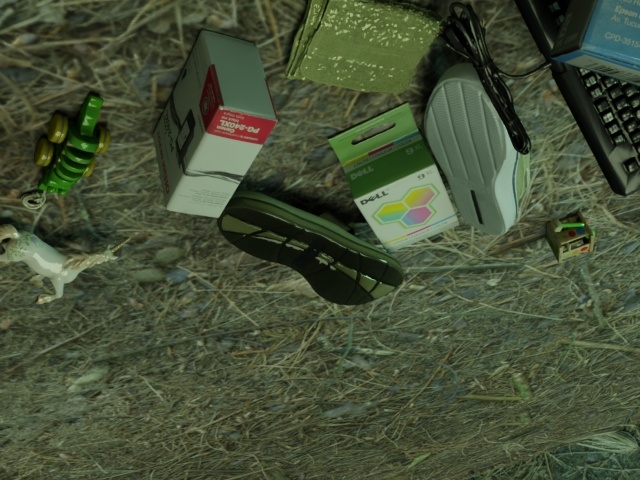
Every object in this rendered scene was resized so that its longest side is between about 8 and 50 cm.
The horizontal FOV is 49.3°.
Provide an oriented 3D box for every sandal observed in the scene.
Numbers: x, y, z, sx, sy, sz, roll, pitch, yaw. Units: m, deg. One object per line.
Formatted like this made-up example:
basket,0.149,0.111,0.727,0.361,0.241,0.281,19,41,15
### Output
sandal,0.000,-0.001,0.943,0.302,0.086,0.120,32,131,-31

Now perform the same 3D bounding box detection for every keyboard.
keyboard,0.238,-0.178,0.665,0.201,0.033,0.317,-29,108,19

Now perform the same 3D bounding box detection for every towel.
towel,0.044,-0.201,0.710,0.148,0.027,0.110,2,142,-24

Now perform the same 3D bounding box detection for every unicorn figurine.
unicorn figurine,-0.329,0.026,0.847,0.111,0.060,0.161,-35,143,26

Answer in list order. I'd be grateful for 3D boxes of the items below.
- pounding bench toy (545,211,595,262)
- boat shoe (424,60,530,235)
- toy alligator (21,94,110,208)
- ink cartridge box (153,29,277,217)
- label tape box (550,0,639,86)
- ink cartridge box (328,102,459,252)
pounding bench toy,0.404,-0.014,1.121,0.065,0.052,0.083,-20,147,5
boat shoe,0.200,-0.119,0.851,0.094,0.109,0.302,-58,152,-18
toy alligator,-0.271,-0.074,0.733,0.056,0.051,0.189,14,136,-38
ink cartridge box,-0.110,-0.111,0.697,0.063,0.109,0.150,6,141,-32
label tape box,0.364,-0.271,0.545,0.240,0.106,0.334,19,101,3
ink cartridge box,0.099,-0.071,0.892,0.108,0.062,0.209,-23,146,10
